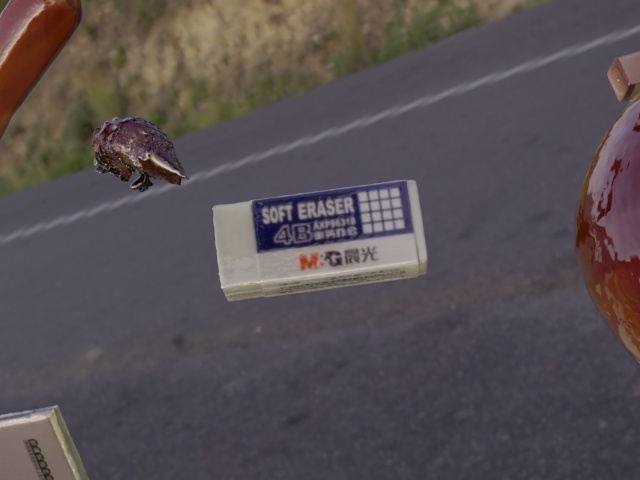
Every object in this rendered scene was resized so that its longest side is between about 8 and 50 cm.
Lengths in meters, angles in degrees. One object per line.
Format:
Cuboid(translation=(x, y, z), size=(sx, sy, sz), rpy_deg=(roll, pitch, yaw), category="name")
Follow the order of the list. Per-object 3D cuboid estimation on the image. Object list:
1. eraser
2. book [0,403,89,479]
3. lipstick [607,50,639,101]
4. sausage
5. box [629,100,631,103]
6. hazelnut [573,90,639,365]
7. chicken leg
Cuboid(translation=(0.000, 0.000, 1.725), size=(0.279, 0.124, 0.081), rpy_deg=(-8, -17, 1), category="eraser")
Cuboid(translation=(-0.203, 0.161, 0.715), size=(0.182, 0.127, 0.014), rpy_deg=(-12, 20, 19), category="book")
Cuboid(translation=(0.410, -0.203, 1.470), size=(0.145, 0.045, 0.045), rpy_deg=(-16, -21, -9), category="lipstick")
Cuboid(translation=(-0.399, -0.216, 1.607), size=(0.083, 0.089, 0.300), rpy_deg=(14, -58, -50), category="sausage")
Cuboid(translation=(0.572, -0.223, 1.715), size=(0.333, 0.145, 0.173), rpy_deg=(-41, -19, -5), category="box")
Cuboid(translation=(0.424, -0.004, 1.095), size=(0.359, 0.409, 0.359), rpy_deg=(-162, 90, -78), category="hazelnut")
Cuboid(translation=(-0.226, -0.106, 1.552), size=(0.063, 0.105, 0.234), rpy_deg=(-56, 19, -13), category="chicken leg")
